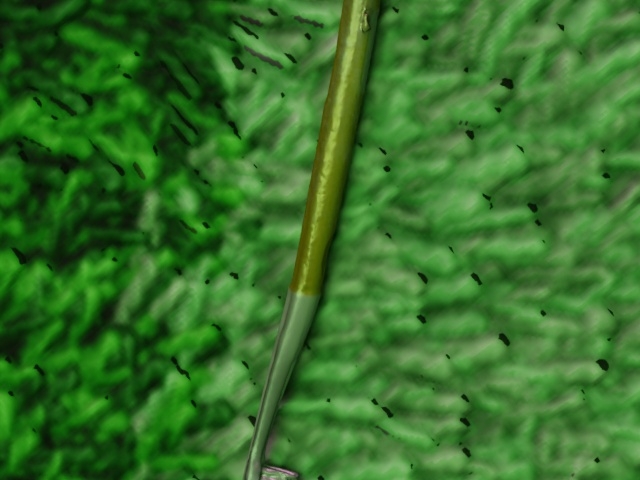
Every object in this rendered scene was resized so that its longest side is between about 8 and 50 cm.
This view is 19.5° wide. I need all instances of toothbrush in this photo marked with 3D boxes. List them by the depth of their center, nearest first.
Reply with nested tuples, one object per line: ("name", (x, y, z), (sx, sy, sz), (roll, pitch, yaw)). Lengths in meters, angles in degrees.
("toothbrush", (0.000, 0.000, 0.771), (0.024, 0.021, 0.288), (13, 101, 8))
